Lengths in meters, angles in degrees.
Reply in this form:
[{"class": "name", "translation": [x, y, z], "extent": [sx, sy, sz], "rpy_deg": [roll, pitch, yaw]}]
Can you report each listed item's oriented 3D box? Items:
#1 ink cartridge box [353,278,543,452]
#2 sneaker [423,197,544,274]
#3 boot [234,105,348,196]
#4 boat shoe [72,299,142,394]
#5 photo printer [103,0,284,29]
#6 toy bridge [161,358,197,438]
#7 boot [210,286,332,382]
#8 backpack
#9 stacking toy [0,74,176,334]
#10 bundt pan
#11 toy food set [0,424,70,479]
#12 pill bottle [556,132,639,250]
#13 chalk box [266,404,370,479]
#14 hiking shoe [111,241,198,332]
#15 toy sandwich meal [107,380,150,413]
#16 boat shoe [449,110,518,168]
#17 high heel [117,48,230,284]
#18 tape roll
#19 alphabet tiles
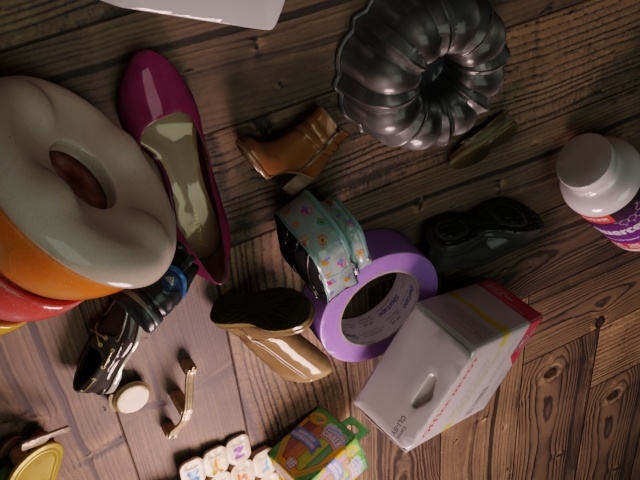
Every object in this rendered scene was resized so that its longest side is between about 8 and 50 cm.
[{"class": "ink cartridge box", "translation": [0.278, 0.253, 2.052], "extent": [0.384, 0.160, 0.279], "rpy_deg": [-9, 133, -57]}, {"class": "sneaker", "translation": [0.337, -0.004, 2.033], "extent": [0.286, 0.109, 0.130], "rpy_deg": [-11, 139, -19]}, {"class": "boot", "translation": [-0.047, -0.171, 1.647], "extent": [0.152, 0.073, 0.197], "rpy_deg": [-46, 148, 8]}, {"class": "boat shoe", "translation": [-0.375, 0.184, 1.699], "extent": [0.068, 0.081, 0.228], "rpy_deg": [0, 126, -39]}, {"class": "photo printer", "translation": [-0.173, -0.430, 1.323], "extent": [0.307, 0.107, 0.256], "rpy_deg": [1, 123, -35]}, {"class": "toy bridge", "translation": [-0.272, 0.319, 1.891], "extent": [0.026, 0.063, 0.188], "rpy_deg": [-1, 125, -33]}, {"class": "boot", "translation": [-0.052, 0.189, 1.853], "extent": [0.269, 0.236, 0.089], "rpy_deg": [46, 56, -44]}, {"class": "backpack", "translation": [0.000, 0.000, 1.731], "extent": [0.144, 0.166, 0.188], "rpy_deg": [-36, 149, -3]}, {"class": "stacking toy", "translation": [-0.477, 0.031, 1.392], "extent": [0.480, 0.351, 0.350], "rpy_deg": [-38, 139, 20]}, {"class": "bundt pan", "translation": [0.192, -0.296, 1.670], "extent": [0.330, 0.124, 0.331], "rpy_deg": [-18, 132, -22]}, {"class": "toy food set", "translation": [-0.547, 0.410, 1.785], "extent": [0.128, 0.071, 0.218], "rpy_deg": [-21, 141, -53]}, {"class": "pill bottle", "translation": [0.636, -0.108, 2.078], "extent": [0.323, 0.181, 0.181], "rpy_deg": [28, 106, -44]}, {"class": "chalk box", "translation": [0.013, 0.470, 2.143], "extent": [0.213, 0.132, 0.132], "rpy_deg": [-41, 138, -20]}, {"class": "hiking shoe", "translation": [-0.260, 0.060, 1.537], "extent": [0.132, 0.304, 0.113], "rpy_deg": [-42, 109, -7]}, {"class": "toy sandwich meal", "translation": [-0.365, 0.295, 1.836], "extent": [0.085, 0.029, 0.086], "rpy_deg": [-21, 132, -25]}, {"class": "boat shoe", "translation": [0.314, -0.196, 1.895], "extent": [0.153, 0.048, 0.056], "rpy_deg": [-36, 149, 5]}, {"class": "high heel", "translation": [-0.209, -0.109, 1.503], "extent": [0.127, 0.181, 0.377], "rpy_deg": [-27, 135, -13]}, {"class": "tape roll", "translation": [0.100, 0.113, 1.961], "extent": [0.274, 0.090, 0.275], "rpy_deg": [-19, 133, -22]}, {"class": "alphabet tiles", "translation": [-0.216, 0.561, 2.111], "extent": [0.284, 0.021, 0.278], "rpy_deg": [-23, 121, -28]}]
